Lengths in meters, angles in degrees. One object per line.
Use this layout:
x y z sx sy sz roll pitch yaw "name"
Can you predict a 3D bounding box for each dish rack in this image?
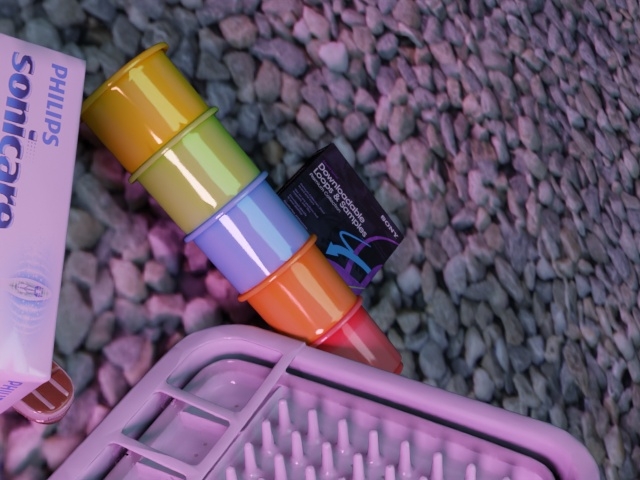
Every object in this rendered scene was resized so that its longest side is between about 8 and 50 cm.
-0.010 0.197 0.730 0.285 0.333 0.072 -49 145 -45 "dish rack"

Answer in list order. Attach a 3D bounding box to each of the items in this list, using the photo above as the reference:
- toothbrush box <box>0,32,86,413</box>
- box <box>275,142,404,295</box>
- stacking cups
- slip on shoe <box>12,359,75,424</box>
-0.300 -0.030 0.629 0.295 0.126 0.216 17 60 -30 "toothbrush box"
0.000 0.000 0.985 0.116 0.029 0.162 52 44 -12 "box"
-0.056 -0.002 0.862 0.316 0.096 0.096 51 45 -4 "stacking cups"
-0.218 0.069 0.745 0.135 0.041 0.051 43 61 4 "slip on shoe"
